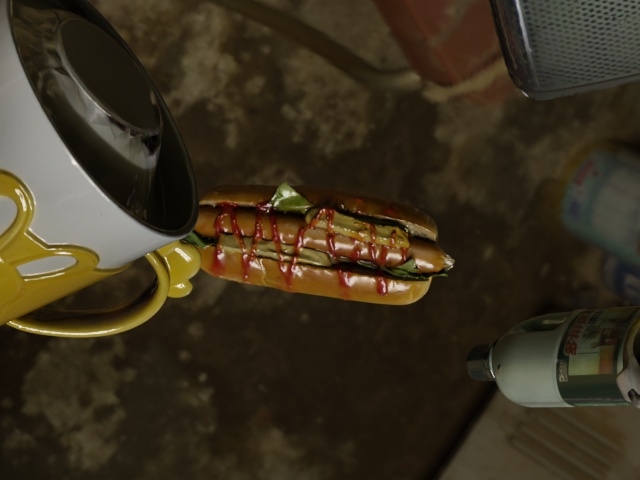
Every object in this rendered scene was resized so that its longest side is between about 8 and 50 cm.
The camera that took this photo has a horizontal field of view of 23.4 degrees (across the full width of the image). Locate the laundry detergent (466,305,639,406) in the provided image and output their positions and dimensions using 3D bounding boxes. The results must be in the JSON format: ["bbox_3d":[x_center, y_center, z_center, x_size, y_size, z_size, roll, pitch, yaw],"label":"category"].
[{"bbox_3d":[0.228,0.110,1.447,0.070,0.226,0.099,35,63,-32],"label":"laundry detergent"}]

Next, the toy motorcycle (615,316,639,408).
[{"bbox_3d":[0.220,0.093,0.769,0.094,0.229,0.130,-29,97,-19],"label":"toy motorcycle"}]

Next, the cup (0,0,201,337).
[{"bbox_3d":[-0.192,-0.017,0.954,0.226,0.185,0.241,-29,125,15],"label":"cup"}]

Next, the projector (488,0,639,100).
[{"bbox_3d":[0.235,-0.397,1.380,0.242,0.395,0.405,-10,146,10],"label":"projector"}]

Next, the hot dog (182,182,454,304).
[{"bbox_3d":[0.000,0.000,1.429,0.076,0.250,0.104,41,59,-81],"label":"hot dog"}]
